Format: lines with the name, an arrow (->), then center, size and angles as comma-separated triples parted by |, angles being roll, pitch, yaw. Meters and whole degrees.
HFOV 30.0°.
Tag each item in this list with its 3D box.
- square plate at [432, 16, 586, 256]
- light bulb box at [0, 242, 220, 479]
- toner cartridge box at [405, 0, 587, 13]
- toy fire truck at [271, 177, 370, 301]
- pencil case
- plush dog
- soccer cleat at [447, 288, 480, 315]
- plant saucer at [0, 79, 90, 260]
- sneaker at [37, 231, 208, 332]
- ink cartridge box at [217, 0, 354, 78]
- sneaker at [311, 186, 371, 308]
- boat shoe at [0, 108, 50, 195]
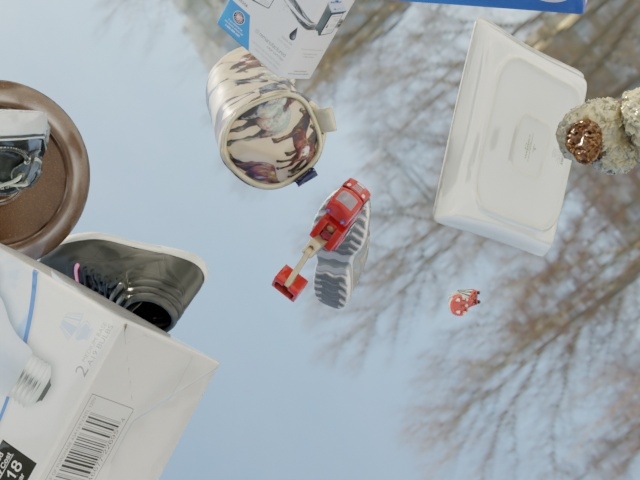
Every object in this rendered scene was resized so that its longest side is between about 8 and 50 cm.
square plate -> 0.344, -0.166, 2.052 | 0.344, 0.049, 0.347 | 16, -94, -45
light bulb box -> -0.392, 0.220, 1.569 | 0.361, 0.358, 0.225 | 23, 172, 34
toner cartridge box -> 0.094, -0.321, 1.181 | 0.165, 0.347, 0.075 | 77, -153, -47
toy fire truck -> 0.000, 0.000, 1.834 | 0.047, 0.192, 0.135 | 38, -126, 6
pencil case -> -0.095, -0.215, 2.003 | 0.410, 0.183, 0.160 | -116, 19, -68
plush dog -> 0.481, -0.173, 1.865 | 0.262, 0.225, 0.211 | 0, -95, -76
soccer cleat -> 0.174, 0.078, 1.514 | 0.083, 0.035, 0.029 | -20, -71, -59
plant saucer -> -0.522, -0.103, 1.921 | 0.310, 0.311, 0.050 | 38, 174, -21
sneaker -> -0.345, 0.075, 1.965 | 0.295, 0.105, 0.147 | 7, -141, 10
ink cartridge box -> -0.036, -0.340, 1.649 | 0.139, 0.191, 0.082 | 43, -152, 22
sneaker -> 0.044, -0.006, 2.282 | 0.105, 0.281, 0.115 | 23, -137, 11
boat shoe -> -0.441, -0.122, 1.701 | 0.335, 0.121, 0.119 | -176, 89, -89
